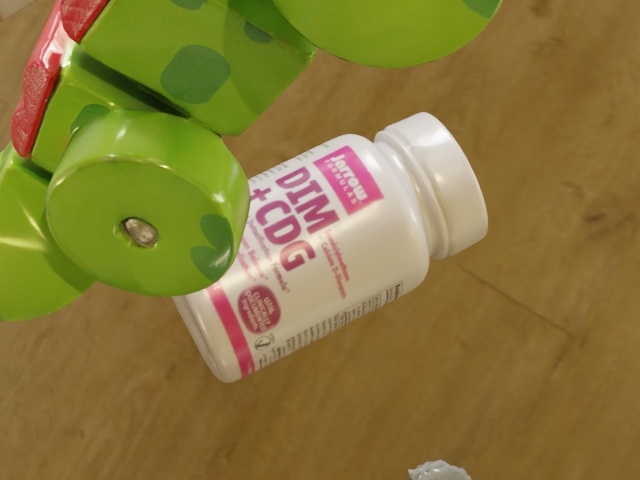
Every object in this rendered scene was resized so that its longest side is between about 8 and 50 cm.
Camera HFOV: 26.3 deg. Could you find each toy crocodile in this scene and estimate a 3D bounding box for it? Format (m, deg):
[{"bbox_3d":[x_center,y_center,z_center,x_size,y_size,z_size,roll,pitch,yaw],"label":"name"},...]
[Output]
[{"bbox_3d":[-0.029,-0.084,0.423,0.105,0.115,0.340,30,134,-20],"label":"toy crocodile"}]

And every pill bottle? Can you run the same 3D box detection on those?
[{"bbox_3d":[0.000,0.000,1.262,0.283,0.160,0.160,-27,105,-11],"label":"pill bottle"}]

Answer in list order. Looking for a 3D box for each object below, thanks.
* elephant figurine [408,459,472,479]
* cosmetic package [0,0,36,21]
[{"bbox_3d":[0.059,0.196,0.423,0.239,0.186,0.170,-18,110,-56],"label":"elephant figurine"},{"bbox_3d":[-0.325,-0.360,1.485,0.296,0.129,0.153,-34,150,-13],"label":"cosmetic package"}]
